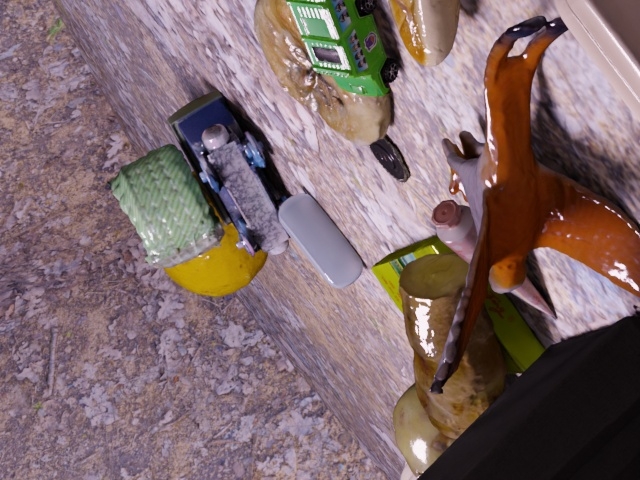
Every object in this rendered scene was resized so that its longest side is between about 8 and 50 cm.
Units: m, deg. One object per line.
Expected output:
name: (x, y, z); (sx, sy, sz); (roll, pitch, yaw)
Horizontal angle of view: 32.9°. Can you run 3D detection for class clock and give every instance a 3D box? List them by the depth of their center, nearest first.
clock: (0.078, -0.103, 1.310); (0.083, 0.010, 0.074); (37, 160, 55)

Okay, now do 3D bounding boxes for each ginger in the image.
ginger: (0.155, 0.130, 1.234); (0.116, 0.109, 0.263); (-72, -25, -50)

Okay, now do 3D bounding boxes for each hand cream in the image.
hand cream: (0.178, 0.022, 1.121); (0.210, 0.043, 0.067); (40, 179, -42)

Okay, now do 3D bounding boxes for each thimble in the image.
thimble: (-0.276, -0.054, 1.965); (0.219, 0.150, 0.219); (61, 176, 7)

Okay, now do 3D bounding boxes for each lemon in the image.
lemon: (-0.229, -0.018, 2.253); (0.245, 0.245, 0.319); (47, 162, 34)

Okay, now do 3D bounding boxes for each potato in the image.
potato: (0.221, 0.278, 1.453); (0.262, 0.165, 0.165); (30, 168, -1)

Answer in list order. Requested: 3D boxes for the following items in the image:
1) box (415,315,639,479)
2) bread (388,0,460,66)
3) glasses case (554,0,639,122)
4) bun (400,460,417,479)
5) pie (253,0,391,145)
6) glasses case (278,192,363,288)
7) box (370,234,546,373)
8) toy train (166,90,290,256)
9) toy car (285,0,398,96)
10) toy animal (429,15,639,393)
box: (0.211, 0.270, 1.034); (0.204, 0.345, 0.251); (47, 167, 5)
bread: (0.076, -0.228, 0.841); (0.073, 0.053, 0.214); (41, 160, 36)
glasses case: (0.211, -0.095, 0.601); (0.196, 0.083, 0.050); (55, 168, 4)
bun: (0.212, 0.416, 1.612); (0.263, 0.175, 0.263); (32, -158, -15)
pie: (-0.002, -0.210, 1.227); (0.218, 0.052, 0.185); (43, 159, 36)
glasses case: (0.000, 0.000, 1.792); (0.178, 0.067, 0.045); (52, 166, 13)
box: (0.168, 0.085, 1.411); (0.187, 0.047, 0.335); (55, 168, -1)
toy train: (-0.146, -0.112, 1.943); (0.202, 0.131, 0.299); (53, 171, 49)
toy car: (0.019, -0.205, 1.066); (0.071, 0.062, 0.165); (17, 146, 38)
toy animal: (0.145, -0.056, 0.896); (0.302, 0.225, 0.284); (-123, 20, -70)
